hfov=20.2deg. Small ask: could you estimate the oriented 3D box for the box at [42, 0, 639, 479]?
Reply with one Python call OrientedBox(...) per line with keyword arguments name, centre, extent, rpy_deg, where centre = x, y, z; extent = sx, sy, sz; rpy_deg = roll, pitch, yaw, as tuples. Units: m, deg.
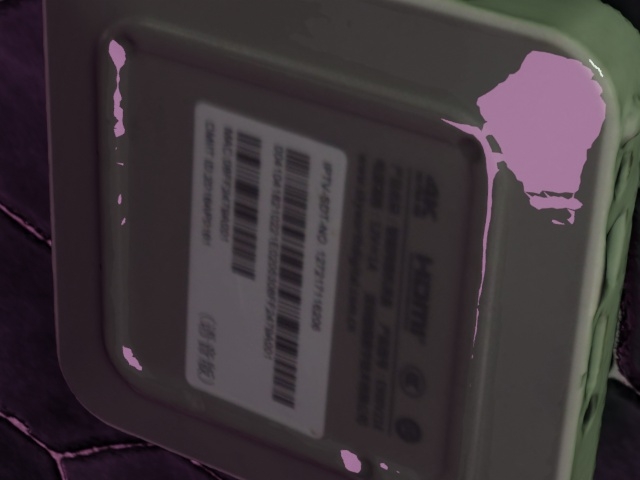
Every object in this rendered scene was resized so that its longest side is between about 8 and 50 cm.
OrientedBox(name="box", centre=(0.000, 0.000, 1.067), extent=(0.373, 0.090, 0.367), rpy_deg=(18, 125, 25))
